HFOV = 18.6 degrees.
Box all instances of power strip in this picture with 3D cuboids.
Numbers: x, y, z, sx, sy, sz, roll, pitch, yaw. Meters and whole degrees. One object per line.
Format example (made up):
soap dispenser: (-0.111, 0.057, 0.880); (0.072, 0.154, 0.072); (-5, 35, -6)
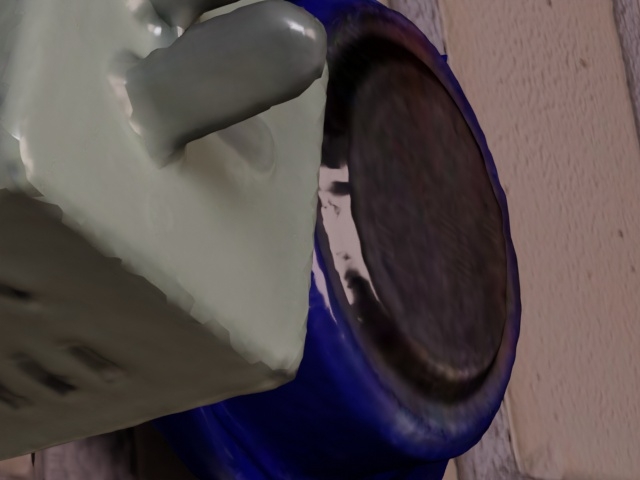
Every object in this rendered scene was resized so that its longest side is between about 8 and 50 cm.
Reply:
power strip: (-0.079, -0.031, 0.594); (0.140, 0.224, 0.139); (43, 41, -43)

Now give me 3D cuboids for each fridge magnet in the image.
fridge magnet: (0.000, 0.000, 0.824); (0.265, 0.113, 0.265); (32, 51, -51)
